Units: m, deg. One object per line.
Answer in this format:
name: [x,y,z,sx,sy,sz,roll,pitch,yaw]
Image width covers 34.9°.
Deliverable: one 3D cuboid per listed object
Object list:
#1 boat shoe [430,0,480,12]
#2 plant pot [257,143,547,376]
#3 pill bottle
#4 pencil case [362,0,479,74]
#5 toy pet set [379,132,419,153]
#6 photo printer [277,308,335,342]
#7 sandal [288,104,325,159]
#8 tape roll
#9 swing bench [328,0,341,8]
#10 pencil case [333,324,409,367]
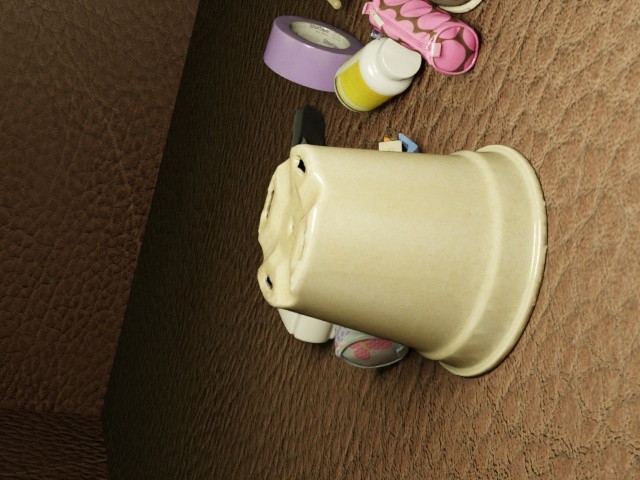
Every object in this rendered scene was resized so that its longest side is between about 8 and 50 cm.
boat shoe: [0.225,-0.422,1.527,0.324,0.097,0.116,-176,95,-70]
plant pot: [0.088,0.004,1.398,0.334,0.306,0.333,-170,90,-70]
pill bottle: [0.103,-0.295,1.787,0.184,0.103,0.103,160,118,-67]
pencil case: [0.156,-0.332,1.608,0.209,0.098,0.095,44,120,49]
toy pet set: [0.139,-0.131,1.713,0.114,0.065,0.122,66,-158,-58]
photo printer: [0.000,0.000,1.918,0.256,0.107,0.307,-116,40,-57]
sandal: [-0.019,-0.171,2.083,0.054,0.097,0.254,-20,59,36]
tape roll: [-0.013,-0.370,2.007,0.189,0.189,0.080,-113,39,-56]
swing bench: [-0.011,-0.651,2.054,0.254,0.165,0.253,-102,30,-50]
pencil case: [0.077,0.072,1.671,0.113,0.124,0.273,95,173,-56]
